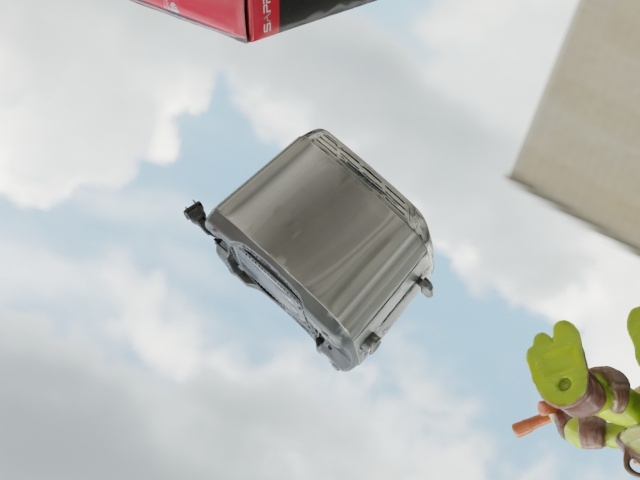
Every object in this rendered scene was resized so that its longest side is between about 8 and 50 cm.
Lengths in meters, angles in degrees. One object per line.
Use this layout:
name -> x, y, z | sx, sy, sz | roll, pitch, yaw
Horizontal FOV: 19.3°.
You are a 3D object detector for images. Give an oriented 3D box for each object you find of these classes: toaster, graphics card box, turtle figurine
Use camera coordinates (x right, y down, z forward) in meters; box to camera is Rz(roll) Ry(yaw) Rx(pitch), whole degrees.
toaster -> 0.000, 0.000, 1.745 | 0.227, 0.146, 0.129 | 41, 167, 21
graphics card box -> -0.011, -0.320, 1.995 | 0.371, 0.094, 0.233 | -22, -148, -36
turtle figurine -> 0.221, 0.118, 1.272 | 0.269, 0.087, 0.217 | -2, 156, 31
